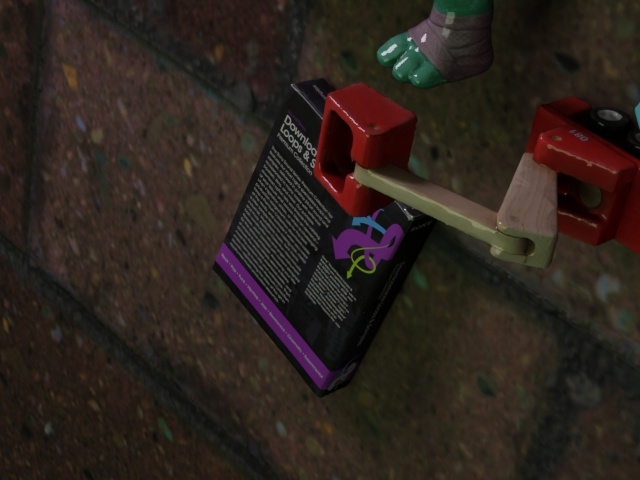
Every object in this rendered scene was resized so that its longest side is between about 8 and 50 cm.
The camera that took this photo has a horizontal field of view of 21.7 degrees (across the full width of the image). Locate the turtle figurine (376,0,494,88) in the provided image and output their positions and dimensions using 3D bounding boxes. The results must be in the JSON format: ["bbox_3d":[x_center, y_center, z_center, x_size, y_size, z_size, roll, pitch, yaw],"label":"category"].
[{"bbox_3d":[0.058,-0.197,0.759,0.118,0.175,0.234,8,131,7],"label":"turtle figurine"}]

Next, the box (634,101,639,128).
[{"bbox_3d":[0.180,-0.065,0.419,0.244,0.060,0.100,-53,35,45],"label":"box"}]

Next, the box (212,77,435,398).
[{"bbox_3d":[0.000,0.000,0.991,0.116,0.029,0.162,50,138,24],"label":"box"}]

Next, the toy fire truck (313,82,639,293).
[{"bbox_3d":[0.104,-0.019,0.771,0.192,0.135,0.047,37,130,36],"label":"toy fire truck"}]
